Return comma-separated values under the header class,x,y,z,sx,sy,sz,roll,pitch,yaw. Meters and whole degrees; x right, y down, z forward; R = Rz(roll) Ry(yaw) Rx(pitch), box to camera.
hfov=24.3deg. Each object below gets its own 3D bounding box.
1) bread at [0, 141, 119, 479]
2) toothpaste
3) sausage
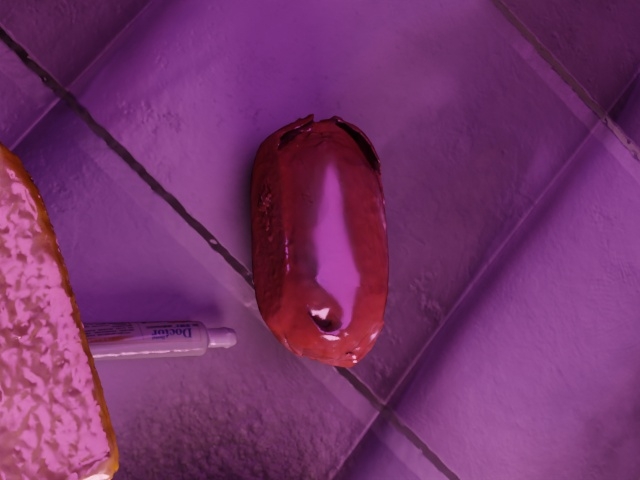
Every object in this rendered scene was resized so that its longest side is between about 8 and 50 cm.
class,x,y,z,sx,sy,sz,roll,pitch,yaw
bread,-0.325,0.106,1.361,0.143,0.333,0.323,-16,84,-28
toothpaste,-0.208,0.104,1.567,0.255,0.067,0.037,0,122,-27
sausage,0.000,0.000,1.628,0.152,0.152,0.279,0,80,-25
